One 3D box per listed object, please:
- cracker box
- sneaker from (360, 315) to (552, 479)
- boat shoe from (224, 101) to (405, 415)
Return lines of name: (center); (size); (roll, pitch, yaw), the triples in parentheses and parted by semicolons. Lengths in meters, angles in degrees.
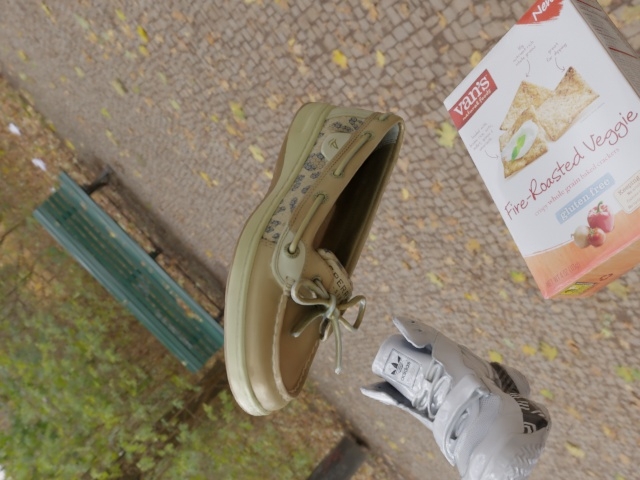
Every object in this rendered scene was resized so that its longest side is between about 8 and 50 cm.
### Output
cracker box: (0.219, -0.086, 0.575); (0.156, 0.067, 0.232); (-48, 51, 42)
sneaker: (0.155, 0.207, 0.825); (0.210, 0.137, 0.366); (25, -173, 10)
boat shoe: (0.000, 0.000, 0.522); (0.089, 0.285, 0.104); (3, 151, 20)
